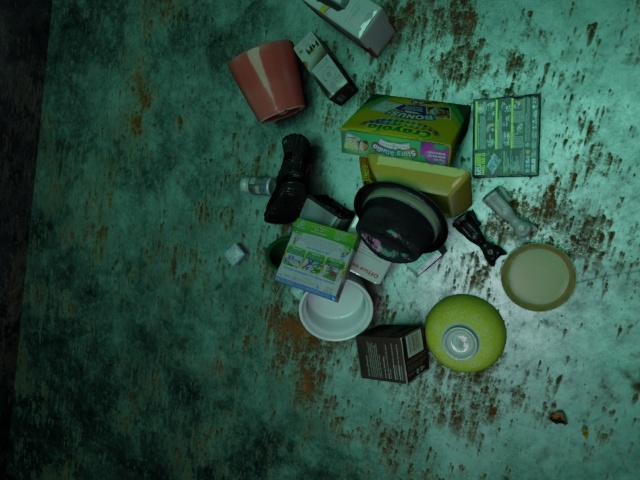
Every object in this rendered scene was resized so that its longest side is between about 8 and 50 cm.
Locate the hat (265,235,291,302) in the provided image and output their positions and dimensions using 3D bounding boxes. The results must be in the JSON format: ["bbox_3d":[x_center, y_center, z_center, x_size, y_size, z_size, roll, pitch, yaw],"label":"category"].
[{"bbox_3d":[-0.146,0.109,2.022,0.208,0.184,0.173,-27,61,-16],"label":"hat"}]

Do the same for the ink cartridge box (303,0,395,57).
[{"bbox_3d":[0.098,-0.818,1.728,0.306,0.226,0.131,40,107,16],"label":"ink cartridge box"}]

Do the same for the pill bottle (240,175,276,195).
[{"bbox_3d":[-0.260,-0.229,2.010,0.137,0.078,0.078,6,97,23],"label":"pill bottle"}]

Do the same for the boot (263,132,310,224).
[{"bbox_3d":[-0.129,-0.233,1.916,0.348,0.131,0.260,134,140,-56],"label":"boot"}]

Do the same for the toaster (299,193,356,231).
[{"bbox_3d":[0.034,-0.092,1.854,0.185,0.168,0.110,35,109,17],"label":"toaster"}]

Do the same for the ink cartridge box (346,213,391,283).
[{"bbox_3d":[0.196,-0.006,1.789,0.198,0.115,0.273,27,108,3],"label":"ink cartridge box"}]

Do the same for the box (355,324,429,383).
[{"bbox_3d":[0.266,0.412,1.772,0.203,0.168,0.167,-7,93,42],"label":"box"}]

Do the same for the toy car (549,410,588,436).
[{"bbox_3d":[0.853,0.627,1.653,0.122,0.060,0.041,31,62,1],"label":"toy car"}]

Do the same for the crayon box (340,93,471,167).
[{"bbox_3d":[0.293,-0.379,1.635,0.362,0.313,0.106,14,130,21],"label":"crayon box"}]

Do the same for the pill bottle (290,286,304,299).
[{"bbox_3d":[-0.034,0.153,1.934,0.108,0.108,0.180,46,110,13],"label":"pill bottle"}]

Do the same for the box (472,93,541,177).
[{"bbox_3d":[0.630,-0.350,1.636,0.216,0.060,0.270,1,95,23],"label":"box"}]

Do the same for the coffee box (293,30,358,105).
[{"bbox_3d":[0.023,-0.646,1.821,0.098,0.141,0.247,-37,80,21],"label":"coffee box"}]

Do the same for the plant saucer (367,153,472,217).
[{"bbox_3d":[0.334,-0.168,1.625,0.332,0.332,0.081,14,81,21],"label":"plant saucer"}]

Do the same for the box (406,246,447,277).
[{"bbox_3d":[0.381,0.059,1.734,0.126,0.137,0.072,-45,79,20],"label":"box"}]

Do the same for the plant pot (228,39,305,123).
[{"bbox_3d":[-0.187,-0.601,1.863,0.274,0.275,0.243,-18,98,23],"label":"plant pot"}]

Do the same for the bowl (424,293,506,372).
[{"bbox_3d":[0.500,0.345,1.701,0.289,0.156,0.290,2,96,23],"label":"bowl"}]

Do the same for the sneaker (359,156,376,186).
[{"bbox_3d":[0.183,-0.250,1.829,0.064,0.067,0.175,-15,87,25],"label":"sneaker"}]

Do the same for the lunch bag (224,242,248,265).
[{"bbox_3d":[-0.369,0.061,2.097,0.083,0.053,0.071,-43,80,10],"label":"lunch bag"}]

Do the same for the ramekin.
[{"bbox_3d":[0.058,0.234,1.837,0.277,0.135,0.277,0,114,0],"label":"ramekin"}]

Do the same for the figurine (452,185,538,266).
[{"bbox_3d":[0.607,-0.047,1.667,0.215,0.092,0.209,-42,87,20],"label":"figurine"}]

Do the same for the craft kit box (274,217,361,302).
[{"bbox_3d":[-0.011,0.067,1.724,0.249,0.061,0.247,17,84,23],"label":"craft kit box"}]

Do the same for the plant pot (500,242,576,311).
[{"bbox_3d":[0.742,0.125,1.647,0.236,0.032,0.236,3,96,23],"label":"plant pot"}]

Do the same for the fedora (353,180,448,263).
[{"bbox_3d":[0.237,-0.035,1.562,0.334,0.152,0.334,22,144,17],"label":"fedora"}]
